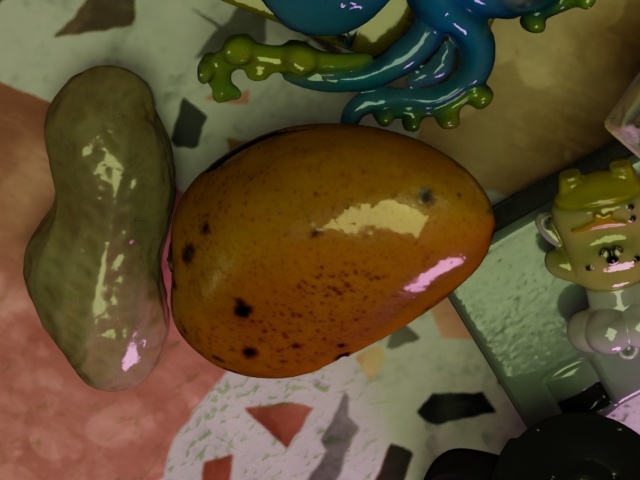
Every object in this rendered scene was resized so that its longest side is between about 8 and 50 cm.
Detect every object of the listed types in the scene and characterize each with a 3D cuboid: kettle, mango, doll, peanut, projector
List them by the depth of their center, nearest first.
[{"bbox_3d":[0.074,-0.249,1.437,0.341,0.099,0.346,-4,120,-11],"label":"doll"},{"bbox_3d":[0.229,0.018,1.470,0.106,0.062,0.163,-11,108,8],"label":"doll"},{"bbox_3d":[0.000,0.000,1.477,0.290,0.160,0.191,-19,116,28],"label":"mango"},{"bbox_3d":[-0.181,-0.010,1.542,0.125,0.111,0.275,7,104,11],"label":"peanut"},{"bbox_3d":[0.245,0.026,1.557,0.256,0.099,0.192,-30,104,8],"label":"projector"},{"bbox_3d":[0.177,0.245,1.564,0.202,0.232,0.144,22,63,6],"label":"kettle"}]

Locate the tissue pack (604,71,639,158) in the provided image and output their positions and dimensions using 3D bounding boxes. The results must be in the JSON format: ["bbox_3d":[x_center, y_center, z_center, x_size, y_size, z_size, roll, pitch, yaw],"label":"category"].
[{"bbox_3d":[0.352,-0.117,1.438,0.186,0.090,0.222,38,80,-12],"label":"tissue pack"}]

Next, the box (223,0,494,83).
[{"bbox_3d":[0.016,-0.238,1.500,0.279,0.041,0.153,20,106,-6],"label":"box"}]
